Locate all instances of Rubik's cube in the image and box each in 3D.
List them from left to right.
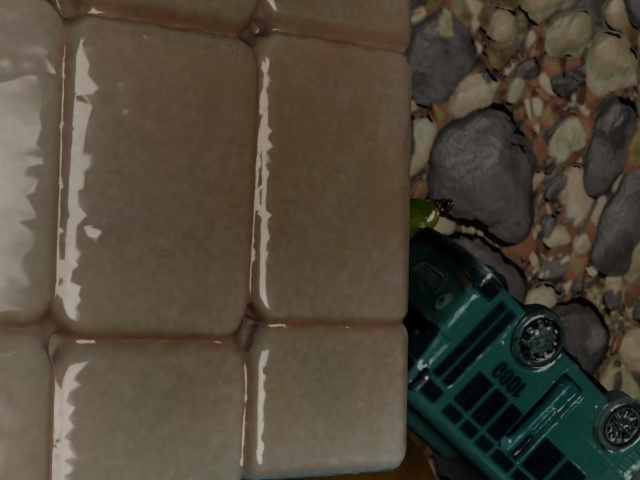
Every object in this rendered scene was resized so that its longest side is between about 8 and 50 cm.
[{"bbox_3d":[-0.160,-0.031,0.715,0.315,0.321,0.319,3,87,-35],"label":"Rubik's cube"}]

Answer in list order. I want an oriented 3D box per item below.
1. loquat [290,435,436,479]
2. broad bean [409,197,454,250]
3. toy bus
[{"bbox_3d":[0.026,0.201,0.955,0.141,0.141,0.141,0,90,-34],"label":"loquat"},{"bbox_3d":[-0.001,0.000,0.985,0.256,0.053,0.052,-11,75,-34],"label":"broad bean"},{"bbox_3d":[0.145,0.121,1.024,0.147,0.128,0.256,-47,117,-2],"label":"toy bus"}]
